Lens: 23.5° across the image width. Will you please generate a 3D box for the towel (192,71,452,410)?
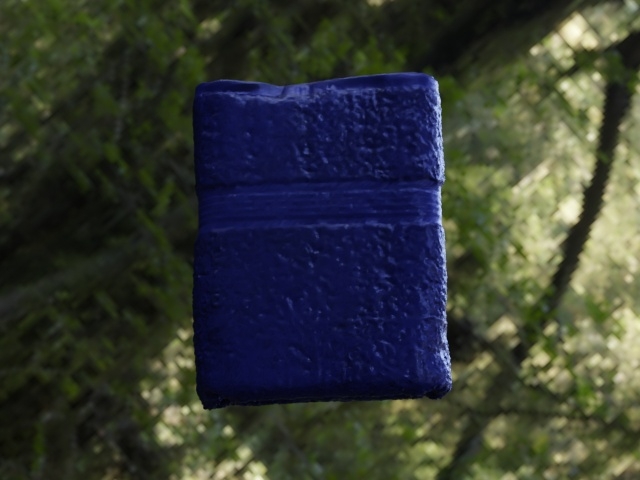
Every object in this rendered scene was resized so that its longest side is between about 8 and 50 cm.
[{"bbox_3d":[0.000,0.000,1.374,0.076,0.228,0.308,83,6,-69],"label":"towel"}]
